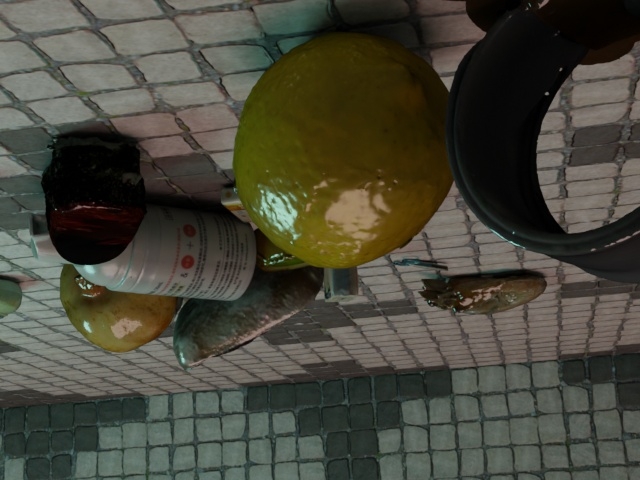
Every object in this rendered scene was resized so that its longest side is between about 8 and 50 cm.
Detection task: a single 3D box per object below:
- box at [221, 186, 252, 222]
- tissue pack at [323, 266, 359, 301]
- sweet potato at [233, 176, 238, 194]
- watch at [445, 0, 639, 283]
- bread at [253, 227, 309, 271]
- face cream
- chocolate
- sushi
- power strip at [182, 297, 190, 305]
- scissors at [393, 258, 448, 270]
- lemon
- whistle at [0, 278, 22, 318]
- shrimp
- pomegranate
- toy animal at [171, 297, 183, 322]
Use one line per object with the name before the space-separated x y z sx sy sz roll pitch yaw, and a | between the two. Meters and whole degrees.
box | -0.031 -0.067 1.800 0.220 0.032 0.122 -7 165 12
tissue pack | 0.036 0.064 2.175 0.058 0.094 0.074 0 167 -16
sweet potato | -0.067 -0.086 1.700 0.117 0.049 0.049 -5 165 5
watch | 0.287 -0.137 1.067 0.335 0.327 0.314 -16 160 37
bread | 0.000 0.000 1.917 0.236 0.070 0.236 -9 175 -1
face cream | -0.292 0.009 1.820 0.369 0.145 0.145 8 161 -32
chocolate | -0.140 0.103 2.085 0.303 0.185 0.100 -31 117 12
sushi | -0.315 -0.059 1.616 0.136 0.126 0.225 3 158 -16
power strip | -0.358 0.129 2.437 0.192 0.035 0.081 -15 161 37
scissors | 0.203 0.048 2.307 0.119 0.014 0.058 9 165 -30
lemon | 0.023 -0.096 1.302 0.253 0.254 0.310 3 154 -22
whistle | -0.656 0.100 2.210 0.126 0.067 0.258 -10 161 17
shrimp | 0.344 0.105 2.459 0.317 0.077 0.168 2 154 -35
pomegranate | -0.342 0.089 1.979 0.207 0.207 0.207 -3 165 -1
toy animal | -0.366 0.120 2.184 0.208 0.156 0.204 8 157 -25
